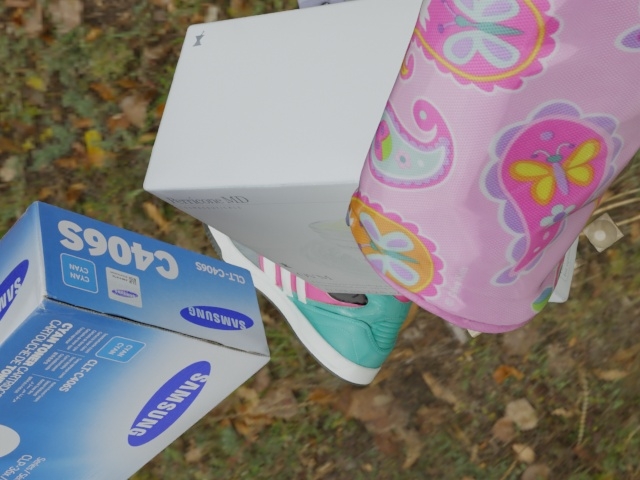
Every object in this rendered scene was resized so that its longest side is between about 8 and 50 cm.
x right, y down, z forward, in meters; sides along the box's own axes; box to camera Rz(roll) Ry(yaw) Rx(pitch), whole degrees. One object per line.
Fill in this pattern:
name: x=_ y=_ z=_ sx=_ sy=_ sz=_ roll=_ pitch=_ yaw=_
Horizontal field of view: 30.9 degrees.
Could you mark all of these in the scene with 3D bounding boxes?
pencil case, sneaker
pencil case: x=0.100 y=-0.087 z=0.512 sx=0.124 sy=0.124 sz=0.284 roll=38 pitch=138 yaw=19
sneaker: x=0.000 y=0.000 z=1.297 sx=0.295 sy=0.124 sz=0.178 roll=45 pitch=111 yaw=25

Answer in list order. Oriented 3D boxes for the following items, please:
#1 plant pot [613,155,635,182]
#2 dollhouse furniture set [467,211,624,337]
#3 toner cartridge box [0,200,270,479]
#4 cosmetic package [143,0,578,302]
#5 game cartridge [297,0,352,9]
plant pot: x=0.404 y=-0.153 z=1.985 sx=0.263 sy=0.229 sz=0.263 roll=51 pitch=152 yaw=41
dollhouse furniture set: x=0.275 y=-0.061 z=1.768 sx=0.355 sy=0.174 sz=0.303 roll=-38 pitch=82 yaw=19
toner cartridge box: x=-0.207 y=0.123 z=0.778 sx=0.348 sy=0.165 sz=0.075 roll=-42 pitch=47 yaw=31
cosmetic package: x=0.040 y=-0.055 z=0.824 sx=0.224 sy=0.225 sz=0.138 roll=0 pitch=68 yaw=39
game cartridge: x=0.172 y=-0.239 z=1.405 sx=0.355 sy=0.068 sz=0.230 roll=-11 pitch=123 yaw=12
